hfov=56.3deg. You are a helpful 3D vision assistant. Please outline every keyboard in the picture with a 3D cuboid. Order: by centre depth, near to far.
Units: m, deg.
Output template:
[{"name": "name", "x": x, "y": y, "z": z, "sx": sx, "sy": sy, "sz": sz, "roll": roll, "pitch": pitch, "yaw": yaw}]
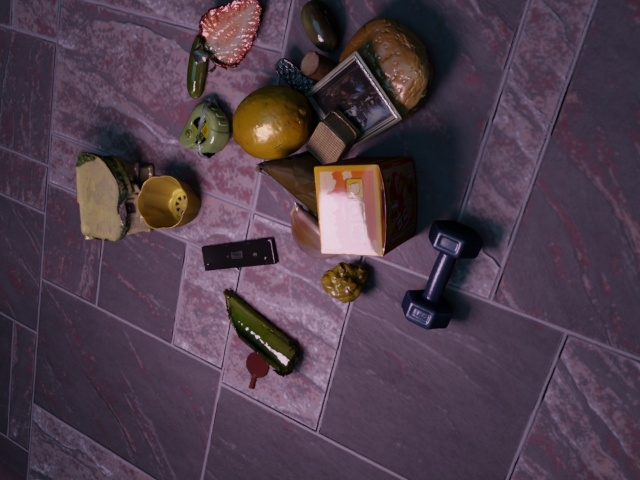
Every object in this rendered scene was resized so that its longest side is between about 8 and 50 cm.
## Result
[{"name": "keyboard", "x": -0.296, "y": 0.056, "z": 2.169, "sx": 0.317, "sy": 0.027, "sz": 0.106, "roll": -6, "pitch": 96, "yaw": 28}]

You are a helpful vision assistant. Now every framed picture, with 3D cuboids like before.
[{"name": "framed picture", "x": 0.085, "y": -0.395, "z": 1.767, "sx": 0.232, "sy": 0.019, "sz": 0.296, "roll": 54, "pitch": 148, "yaw": -8}]

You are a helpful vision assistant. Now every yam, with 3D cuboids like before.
[{"name": "yam", "x": 0.005, "y": -0.519, "z": 1.819, "sx": 0.084, "sy": 0.127, "sz": 0.084, "roll": -6, "pitch": 81, "yaw": 38}]

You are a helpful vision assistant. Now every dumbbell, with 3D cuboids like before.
[{"name": "dumbbell", "x": 0.357, "y": 0.103, "z": 1.781, "sx": 0.144, "sy": 0.160, "sz": 0.325, "roll": 13, "pitch": 111, "yaw": -9}]

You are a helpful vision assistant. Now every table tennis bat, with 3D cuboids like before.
[{"name": "table tennis bat", "x": -0.245, "y": 0.492, "z": 2.252, "sx": 0.098, "sy": 0.019, "sz": 0.155, "roll": 22, "pitch": 109, "yaw": 20}]

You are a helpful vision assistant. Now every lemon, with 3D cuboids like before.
[{"name": "lemon", "x": -0.149, "y": -0.368, "z": 1.876, "sx": 0.263, "sy": 0.236, "sz": 0.236, "roll": 16, "pitch": 109, "yaw": 30}]

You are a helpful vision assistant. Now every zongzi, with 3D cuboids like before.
[{"name": "zongzi", "x": -0.047, "y": -0.149, "z": 1.841, "sx": 0.123, "sy": 0.289, "sz": 0.260, "roll": -35, "pitch": 86, "yaw": 32}]

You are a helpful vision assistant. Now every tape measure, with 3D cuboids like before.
[{"name": "tape measure", "x": -0.390, "y": -0.381, "z": 2.069, "sx": 0.175, "sy": 0.106, "sz": 0.200, "roll": 45, "pitch": 117, "yaw": 26}]

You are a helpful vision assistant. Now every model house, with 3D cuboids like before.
[{"name": "model house", "x": -0.711, "y": -0.164, "z": 2.183, "sx": 0.261, "sy": 0.266, "sz": 0.321, "roll": 9, "pitch": 105, "yaw": 32}]

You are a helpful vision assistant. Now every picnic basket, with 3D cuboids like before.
[{"name": "picnic basket", "x": 0.038, "y": -0.307, "z": 1.828, "sx": 0.115, "sy": 0.079, "sz": 0.164, "roll": 46, "pitch": 149, "yaw": 4}]

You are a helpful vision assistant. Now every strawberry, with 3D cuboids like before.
[{"name": "strawberry", "x": -0.297, "y": -0.678, "z": 1.955, "sx": 0.286, "sy": 0.106, "sz": 0.188, "roll": -40, "pitch": 106, "yaw": 15}]

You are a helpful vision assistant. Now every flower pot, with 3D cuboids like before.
[{"name": "flower pot", "x": -0.529, "y": -0.133, "z": 2.144, "sx": 0.195, "sy": 0.179, "sz": 0.195, "roll": 0, "pitch": 91, "yaw": 13}]

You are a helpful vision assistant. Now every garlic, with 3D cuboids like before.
[{"name": "garlic", "x": 0.004, "y": 0.003, "z": 1.930, "sx": 0.266, "sy": 0.148, "sz": 0.128, "roll": 34, "pitch": 95, "yaw": 22}]

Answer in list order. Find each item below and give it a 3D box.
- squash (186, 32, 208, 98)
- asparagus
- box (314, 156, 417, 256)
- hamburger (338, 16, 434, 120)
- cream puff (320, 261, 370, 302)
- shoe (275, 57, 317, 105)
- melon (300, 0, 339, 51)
[{"name": "squash", "x": -0.419, "y": -0.612, "z": 2.050, "sx": 0.066, "sy": 0.066, "sz": 0.252, "roll": 22, "pitch": 110, "yaw": 21}, {"name": "asparagus", "x": -0.234, "y": 0.332, "z": 2.160, "sx": 0.382, "sy": 0.108, "sz": 0.128, "roll": 37, "pitch": 117, "yaw": 17}, {"name": "box", "x": 0.143, "y": -0.109, "z": 1.757, "sx": 0.214, "sy": 0.283, "sz": 0.259, "roll": 1, "pitch": 103, "yaw": 28}, {"name": "hamburger", "x": 0.190, "y": -0.487, "z": 1.726, "sx": 0.283, "sy": 0.144, "sz": 0.259, "roll": 43, "pitch": 116, "yaw": 8}, {"name": "cream puff", "x": 0.085, "y": 0.126, "z": 1.929, "sx": 0.146, "sy": 0.146, "sz": 0.116, "roll": 41, "pitch": 116, "yaw": 13}, {"name": "shoe", "x": -0.067, "y": -0.509, "z": 1.902, "sx": 0.179, "sy": 0.049, "sz": 0.071, "roll": 41, "pitch": 108, "yaw": -12}, {"name": "melon", "x": 0.001, "y": -0.647, "z": 1.807, "sx": 0.099, "sy": 0.099, "sz": 0.162, "roll": -23, "pitch": 97, "yaw": 29}]
